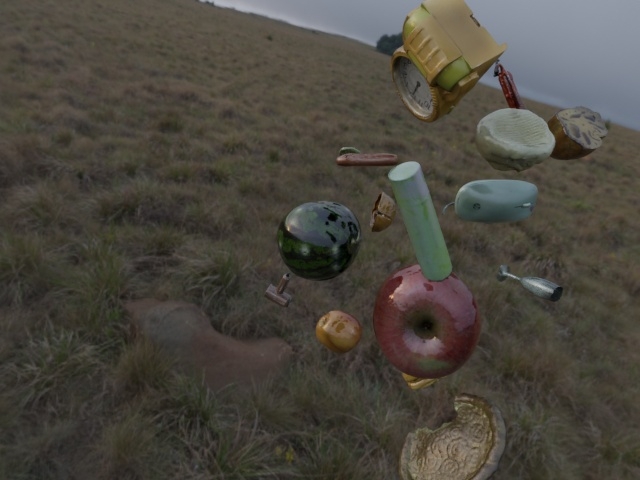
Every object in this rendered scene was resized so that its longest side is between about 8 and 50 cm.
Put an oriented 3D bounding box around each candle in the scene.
[{"bbox_3d":[0.767,-0.585,1.761,0.059,0.302,0.084,-26,4,-4],"label":"candle"}]

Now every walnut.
[{"bbox_3d":[0.258,-0.111,1.771,0.087,0.167,0.211,14,15,0],"label":"walnut"}]

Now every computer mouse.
[{"bbox_3d":[0.622,-0.133,1.554,0.288,0.159,0.097,4,27,3],"label":"computer mouse"}]

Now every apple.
[{"bbox_3d":[0.315,0.232,1.315,0.344,0.345,0.269,21,11,12],"label":"apple"},{"bbox_3d":[0.069,0.372,1.803,0.199,0.199,0.199,13,24,-6],"label":"apple"}]

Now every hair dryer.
[{"bbox_3d":[-0.161,0.201,1.871,0.117,0.182,0.064,29,38,1],"label":"hair dryer"}]

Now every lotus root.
[{"bbox_3d":[0.941,-0.377,1.660,0.188,0.180,0.199,-7,63,-16],"label":"lotus root"}]

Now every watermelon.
[{"bbox_3d":[-0.005,-0.001,1.349,0.269,0.269,0.269,13,24,-6],"label":"watermelon"}]

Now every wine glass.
[{"bbox_3d":[0.650,0.135,1.374,0.066,0.066,0.198,2,15,-30],"label":"wine glass"}]

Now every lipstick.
[{"bbox_3d":[0.230,-0.032,0.993,0.076,0.304,0.076,-19,34,14],"label":"lipstick"}]

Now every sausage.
[{"bbox_3d":[0.141,-0.242,1.322,0.186,0.043,0.043,-2,26,-4],"label":"sausage"}]

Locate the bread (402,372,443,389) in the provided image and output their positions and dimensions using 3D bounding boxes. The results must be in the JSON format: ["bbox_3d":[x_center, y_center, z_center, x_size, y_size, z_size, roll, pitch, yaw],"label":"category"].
[{"bbox_3d":[0.354,0.421,1.725,0.173,0.121,0.311,-20,58,-19],"label":"bread"}]

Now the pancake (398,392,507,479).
[{"bbox_3d":[0.309,0.489,1.053,0.033,0.288,0.286,45,48,-17],"label":"pancake"}]

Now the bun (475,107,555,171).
[{"bbox_3d":[0.563,-0.283,1.298,0.231,0.133,0.231,3,53,-4],"label":"bun"}]

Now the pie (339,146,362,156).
[{"bbox_3d":[0.104,-0.299,1.537,0.085,0.085,0.017,14,63,-5],"label":"pie"}]

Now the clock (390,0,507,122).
[{"bbox_3d":[0.319,-0.472,1.205,0.200,0.317,0.244,-29,81,-8],"label":"clock"}]

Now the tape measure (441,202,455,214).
[{"bbox_3d":[0.695,-0.139,2.023,0.330,0.084,0.164,-3,29,-42],"label":"tape measure"}]
